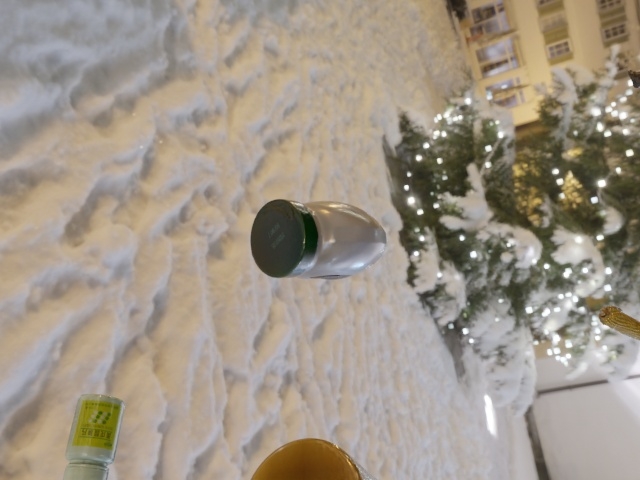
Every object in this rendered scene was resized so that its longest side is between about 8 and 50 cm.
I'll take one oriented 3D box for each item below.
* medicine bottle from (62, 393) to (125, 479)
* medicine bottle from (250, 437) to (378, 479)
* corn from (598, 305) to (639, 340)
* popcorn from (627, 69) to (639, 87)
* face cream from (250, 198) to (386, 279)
[{"bbox_3d":[-0.221,0.195,0.589,0.047,0.047,0.083,49,36,-52],"label":"medicine bottle"},{"bbox_3d":[0.008,0.515,1.111,0.232,0.237,0.238,55,27,-47],"label":"medicine bottle"},{"bbox_3d":[0.400,0.109,0.799,0.083,0.027,0.028,25,68,-15],"label":"corn"},{"bbox_3d":[0.663,-0.287,0.995,0.316,0.280,0.298,52,36,-62],"label":"popcorn"},{"bbox_3d":[0.000,0.000,1.700,0.356,0.312,0.220,4,81,-48],"label":"face cream"}]
